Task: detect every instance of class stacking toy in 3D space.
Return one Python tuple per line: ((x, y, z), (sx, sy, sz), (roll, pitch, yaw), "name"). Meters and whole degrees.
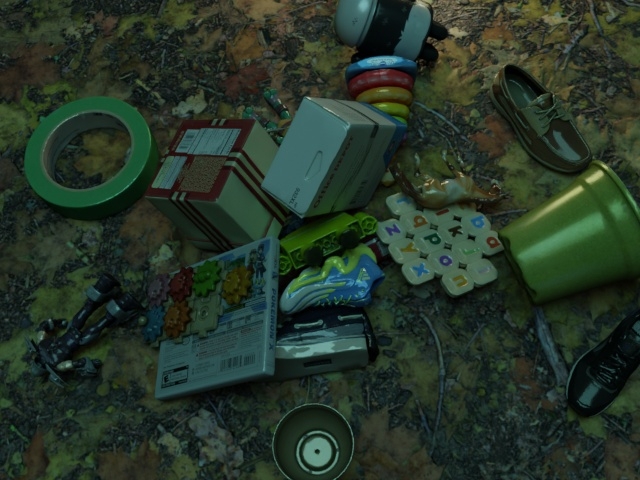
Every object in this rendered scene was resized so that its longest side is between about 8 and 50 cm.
((0.153, -0.279, 1.852), (0.175, 0.166, 0.301), (-2, 80, 3), "stacking toy")

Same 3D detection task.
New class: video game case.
((-0.221, 0.170, 1.629), (0.329, 0.036, 0.299), (-20, 57, 35), "video game case")

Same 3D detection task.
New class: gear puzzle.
((-0.276, 0.126, 1.642), (0.339, 0.044, 0.175), (-15, 59, 37), "gear puzzle")

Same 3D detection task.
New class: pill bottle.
((0.088, 0.027, 1.734), (0.152, 0.086, 0.086), (-28, 66, -7), "pill bottle")

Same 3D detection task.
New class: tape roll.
((-0.573, -0.208, 1.915), (0.322, 0.077, 0.321), (-2, 66, 4), "tape roll")

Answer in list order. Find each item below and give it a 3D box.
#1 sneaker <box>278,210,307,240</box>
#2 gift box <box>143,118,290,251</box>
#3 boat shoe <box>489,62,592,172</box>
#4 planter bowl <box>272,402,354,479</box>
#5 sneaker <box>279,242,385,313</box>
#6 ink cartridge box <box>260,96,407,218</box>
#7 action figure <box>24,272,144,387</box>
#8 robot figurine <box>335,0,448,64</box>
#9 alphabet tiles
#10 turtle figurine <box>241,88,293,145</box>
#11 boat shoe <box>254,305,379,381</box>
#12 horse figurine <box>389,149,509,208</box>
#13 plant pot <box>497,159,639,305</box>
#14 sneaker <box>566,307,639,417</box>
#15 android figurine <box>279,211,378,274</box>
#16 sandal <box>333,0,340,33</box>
((-0.068, -0.035, 1.798), (0.059, 0.053, 0.144), (30, 73, 15), "sneaker")
((-0.217, -0.122, 1.745), (0.276, 0.258, 0.255), (10, 64, 37), "gift box")
((0.521, -0.295, 1.821), (0.123, 0.116, 0.324), (-35, 67, -10), "boat shoe")
((-0.010, 0.422, 1.551), (0.162, 0.109, 0.162), (-2, 66, 5), "planter bowl")
((0.034, 0.102, 1.603), (0.240, 0.091, 0.126), (-35, 61, -17), "sneaker")
((0.037, -0.185, 1.679), (0.129, 0.307, 0.223), (36, 112, 20), "ink cartridge box")
((-0.540, 0.212, 1.713), (0.285, 0.099, 0.185), (-44, 76, -9), "action figure")
((0.174, -0.540, 1.919), (0.278, 0.173, 0.209), (16, 74, -11), "robot figurine")
((0.269, -0.004, 1.721), (0.278, 0.021, 0.284), (-20, 63, -27), "alphabet tiles")
((-0.080, -0.279, 1.877), (0.175, 0.118, 0.234), (-32, 50, -25), "turtle figurine")
((-0.050, 0.205, 1.662), (0.341, 0.127, 0.158), (-5, 54, -1), "boat shoe")
((0.281, -0.133, 1.762), (0.263, 0.066, 0.174), (-7, 54, -24), "horse figurine")
((0.529, 0.008, 1.622), (0.254, 0.276, 0.276), (-26, 65, 6), "plant pot")
((0.608, 0.232, 1.566), (0.107, 0.124, 0.283), (38, 74, 20), "sneaker")
((0.000, 0.000, 1.676), (0.248, 0.273, 0.056), (-26, 100, -8), "android figurine")
((0.074, -0.686, 2.052), (0.086, 0.120, 0.302), (10, 66, 25), "sandal")
